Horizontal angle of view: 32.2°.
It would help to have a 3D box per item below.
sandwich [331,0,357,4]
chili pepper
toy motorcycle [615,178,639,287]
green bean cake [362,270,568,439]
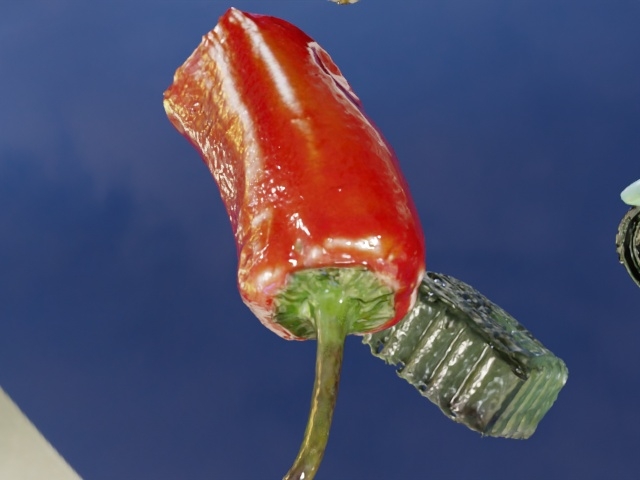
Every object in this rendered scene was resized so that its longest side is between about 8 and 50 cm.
[{"bbox_3d":[0.040,-0.347,0.805,0.099,0.301,0.271,22,-98,3],"label":"sandwich"},{"bbox_3d":[0.005,-0.002,0.738,0.131,0.134,0.338,14,-141,-41],"label":"chili pepper"},{"bbox_3d":[0.348,-0.028,0.732,0.331,0.196,0.125,3,-150,39],"label":"toy motorcycle"},{"bbox_3d":[0.146,0.108,1.101,0.173,0.181,0.094,40,-78,29],"label":"green bean cake"}]
